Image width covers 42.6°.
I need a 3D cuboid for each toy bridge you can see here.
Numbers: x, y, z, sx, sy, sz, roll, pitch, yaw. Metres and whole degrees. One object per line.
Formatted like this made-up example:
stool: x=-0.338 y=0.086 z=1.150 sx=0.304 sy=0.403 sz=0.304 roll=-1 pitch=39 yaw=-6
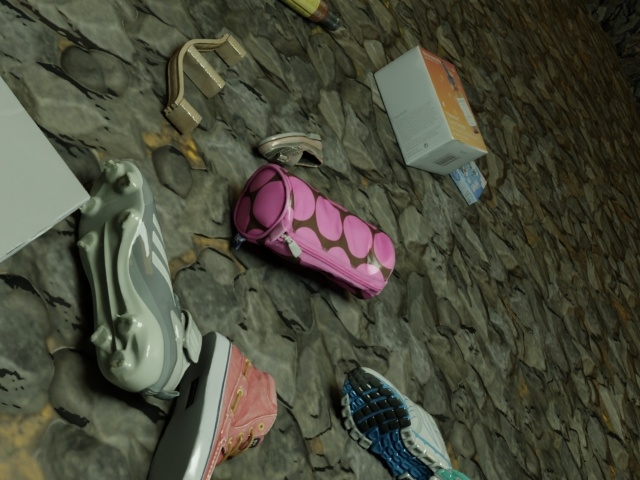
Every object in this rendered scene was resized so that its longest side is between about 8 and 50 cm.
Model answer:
toy bridge: x=-0.136 y=-0.191 z=0.921 sx=0.063 sy=0.026 sz=0.188 roll=47 pitch=34 yaw=-21

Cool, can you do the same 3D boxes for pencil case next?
pencil case: x=0.000 y=0.000 z=0.910 sx=0.209 sy=0.095 sz=0.098 roll=26 pitch=15 yaw=-43

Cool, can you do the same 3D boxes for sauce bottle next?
sauce bottle: x=-0.018 y=-0.346 z=1.200 sx=0.128 sy=0.042 sz=0.042 roll=25 pitch=46 yaw=-48

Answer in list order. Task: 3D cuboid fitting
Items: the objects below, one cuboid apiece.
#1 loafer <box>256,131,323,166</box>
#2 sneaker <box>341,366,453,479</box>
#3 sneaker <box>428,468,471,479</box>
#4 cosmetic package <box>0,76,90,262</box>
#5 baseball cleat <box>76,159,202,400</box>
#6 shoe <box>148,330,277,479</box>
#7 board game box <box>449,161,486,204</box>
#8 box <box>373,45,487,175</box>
loafer: x=-0.031 y=-0.107 z=0.994 sx=0.125 sy=0.045 sz=0.039 roll=-14 pitch=85 yaw=-61
sneaker: x=0.084 y=0.200 z=0.908 sx=0.191 sy=0.071 sz=0.083 roll=55 pitch=23 yaw=-25
sneaker: x=0.103 y=0.312 z=0.841 sx=0.065 sy=0.076 sz=0.166 roll=32 pitch=45 yaw=28
cosmetic package: x=-0.284 y=-0.079 z=0.549 sx=0.238 sy=0.107 sz=0.127 roll=59 pitch=31 yaw=-10
baseball cleat: x=-0.153 y=0.036 z=0.696 sx=0.109 sy=0.072 sz=0.206 roll=43 pitch=35 yaw=-56
shoe: x=-0.082 y=0.162 z=0.685 sx=0.081 sy=0.063 sz=0.178 roll=39 pitch=33 yaw=-24
board game box: x=0.253 y=-0.118 z=1.434 sx=0.090 sy=0.020 sz=0.090 roll=57 pitch=31 yaw=-11
box: x=0.179 y=-0.206 z=1.327 sx=0.130 sy=0.091 sz=0.171 roll=6 pitch=61 yaw=-53
